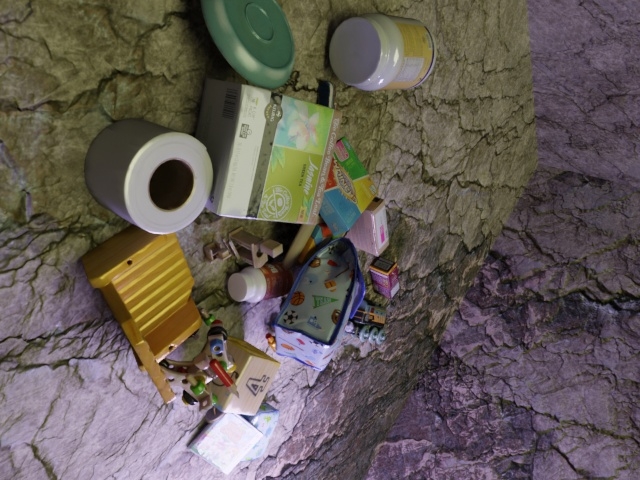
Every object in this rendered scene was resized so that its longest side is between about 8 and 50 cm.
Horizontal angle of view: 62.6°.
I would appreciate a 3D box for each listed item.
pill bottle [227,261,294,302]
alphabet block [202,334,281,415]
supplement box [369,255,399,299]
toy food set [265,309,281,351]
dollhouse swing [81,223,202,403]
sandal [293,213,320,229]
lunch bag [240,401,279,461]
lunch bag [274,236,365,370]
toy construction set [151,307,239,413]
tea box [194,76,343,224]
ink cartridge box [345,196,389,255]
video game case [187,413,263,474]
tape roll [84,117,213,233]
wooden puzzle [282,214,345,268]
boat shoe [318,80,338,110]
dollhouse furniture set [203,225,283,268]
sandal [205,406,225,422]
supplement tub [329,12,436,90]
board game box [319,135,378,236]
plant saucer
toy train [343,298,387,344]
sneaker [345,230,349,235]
[{"bbox_3d":[-0.197,0.140,1.746,0.216,0.121,0.121,-7,114,-53],"label":"pill bottle"},{"bbox_3d":[-0.284,0.441,1.744,0.197,0.193,0.193,-64,148,-6],"label":"alphabet block"},{"bbox_3d":[0.301,0.175,2.461,0.081,0.104,0.188,-45,141,-30],"label":"supplement box"},{"bbox_3d":[-0.100,0.311,1.973,0.232,0.111,0.104,-28,139,0],"label":"toy food set"},{"bbox_3d":[-0.390,0.172,1.342,0.315,0.305,0.346,-41,137,-33],"label":"dollhouse swing"},{"bbox_3d":[-0.118,-0.154,1.723,0.446,0.107,0.167,27,88,-43],"label":"sandal"},{"bbox_3d":[-0.262,0.734,2.030,0.176,0.090,0.218,19,94,-56],"label":"lunch bag"},{"bbox_3d":[0.012,0.212,1.814,0.327,0.239,0.385,103,9,-61],"label":"lunch bag"},{"bbox_3d":[-0.321,0.393,1.530,0.257,0.309,0.237,-40,118,-21],"label":"toy construction set"},{"bbox_3d":[-0.156,-0.236,1.435,0.324,0.220,0.328,3,106,-40],"label":"tea box"},{"bbox_3d":[0.159,-0.076,2.043,0.088,0.193,0.234,-43,140,-31],"label":"ink cartridge box"},{"bbox_3d":[-0.336,0.719,1.893,0.193,0.023,0.212,-46,122,-11],"label":"video game case"},{"bbox_3d":[-0.403,-0.154,1.254,0.246,0.169,0.246,-30,132,-41],"label":"tape roll"},{"bbox_3d":[0.000,0.000,1.806,0.239,0.044,0.220,-8,134,-50],"label":"wooden puzzle"},{"bbox_3d":[0.027,-0.437,1.767,0.066,0.066,0.183,-16,121,-51],"label":"boat shoe"},{"bbox_3d":[-0.233,0.058,1.596,0.161,0.182,0.101,-34,134,-40],"label":"dollhouse furniture set"},{"bbox_3d":[-0.340,0.561,1.849,0.180,0.072,0.049,-43,124,-33],"label":"sandal"},{"bbox_3d":[0.210,-0.623,1.753,0.331,0.241,0.240,-20,124,-47],"label":"supplement tub"},{"bbox_3d":[0.065,-0.190,1.779,0.242,0.064,0.316,56,36,-13],"label":"board game box"},{"bbox_3d":[-0.164,-0.539,1.323,0.318,0.044,0.317,26,55,-45],"label":"plant saucer"},{"bbox_3d":[0.215,0.371,2.439,0.334,0.142,0.190,24,80,-56],"label":"toy train"},{"bbox_3d":[0.043,-0.017,1.973,0.098,0.135,0.276,-43,140,-35],"label":"sneaker"}]
